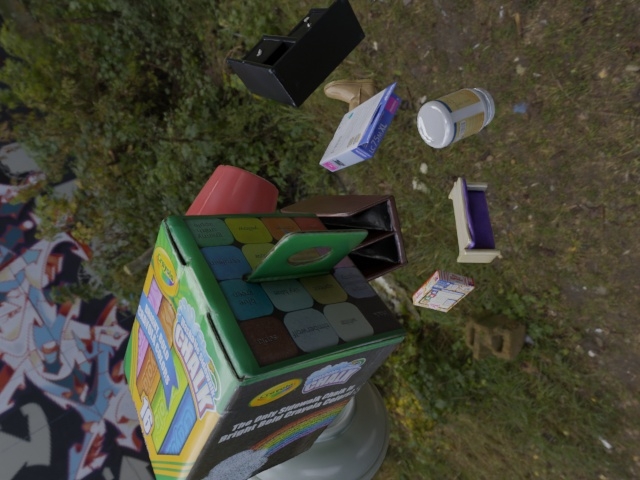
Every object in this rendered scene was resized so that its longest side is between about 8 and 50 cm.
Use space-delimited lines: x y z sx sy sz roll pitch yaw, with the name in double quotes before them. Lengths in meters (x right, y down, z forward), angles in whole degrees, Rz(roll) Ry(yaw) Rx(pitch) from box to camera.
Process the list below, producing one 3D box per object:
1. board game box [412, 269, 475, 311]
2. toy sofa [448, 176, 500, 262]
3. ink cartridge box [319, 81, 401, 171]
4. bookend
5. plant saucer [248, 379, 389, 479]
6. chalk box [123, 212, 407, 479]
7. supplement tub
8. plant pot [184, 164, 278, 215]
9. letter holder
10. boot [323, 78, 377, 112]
"board game box" 0.456 0.193 1.570 0.193 0.147 0.045 118 161 -48
"toy sofa" 0.670 -0.093 1.824 0.177 0.150 0.362 92 180 -63
"ink cartridge box" 0.113 -0.302 1.167 0.065 0.185 0.311 30 170 -17
"bookend" -0.043 -0.300 0.658 0.156 0.157 0.072 36 172 46
"plant saucer" -0.029 0.391 0.993 0.400 0.401 0.100 37 133 39
"chalk box" -0.060 0.086 0.414 0.179 0.180 0.288 53 128 34
"supplement tub" 0.417 -0.381 1.293 0.144 0.200 0.144 52 157 33
"plant pot" -0.255 -0.071 1.238 0.275 0.243 0.275 19 171 3
"letter holder" 0.000 0.000 0.927 0.302 0.215 0.151 10 118 59
"boot" 0.121 -0.509 1.692 0.236 0.089 0.269 0 81 20
